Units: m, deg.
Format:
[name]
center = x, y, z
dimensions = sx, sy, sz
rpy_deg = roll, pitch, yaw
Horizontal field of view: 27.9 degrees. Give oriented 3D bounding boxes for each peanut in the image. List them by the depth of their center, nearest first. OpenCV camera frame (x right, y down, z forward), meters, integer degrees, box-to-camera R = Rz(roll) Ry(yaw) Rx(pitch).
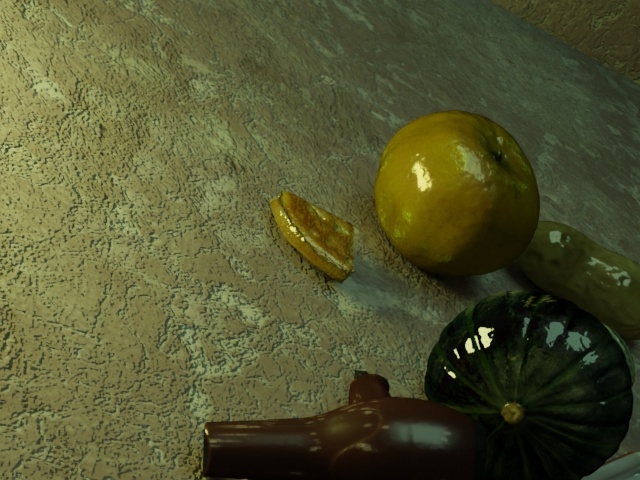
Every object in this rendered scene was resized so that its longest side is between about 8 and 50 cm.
[peanut]
center = 0.476, 0.067, 2.246
dimensions = 0.319, 0.147, 0.147
rpy_deg = 33, 27, -16

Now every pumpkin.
[pumpkin]
center = 0.254, 0.180, 1.556
dimensions = 0.250, 0.250, 0.216
rpy_deg = 50, 23, 24

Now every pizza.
[pizza]
center = -0.001, 0.000, 1.871
dimensions = 0.134, 0.046, 0.175
rpy_deg = 4, 42, -47

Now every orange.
[orange]
center = 0.214, -0.069, 2.045
dimensions = 0.279, 0.235, 0.279
rpy_deg = 27, 42, -28

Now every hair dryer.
[hair dryer]
center = 0.017, 0.208, 1.506
dimensions = 0.313, 0.123, 0.340
rpy_deg = 4, 11, -6

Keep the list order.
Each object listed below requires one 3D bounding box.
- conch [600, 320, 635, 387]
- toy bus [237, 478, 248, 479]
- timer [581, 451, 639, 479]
[conch]
center = 0.394, 0.179, 1.974
dimensions = 0.200, 0.131, 0.172
rpy_deg = 10, 38, -44
[toy bus]
center = -0.073, 0.358, 1.115
dimensions = 0.127, 0.147, 0.302
rpy_deg = 6, 39, -38
[timer]
center = 0.399, 0.388, 1.580
dimensions = 0.257, 0.161, 0.250
rpy_deg = -9, 54, -45
